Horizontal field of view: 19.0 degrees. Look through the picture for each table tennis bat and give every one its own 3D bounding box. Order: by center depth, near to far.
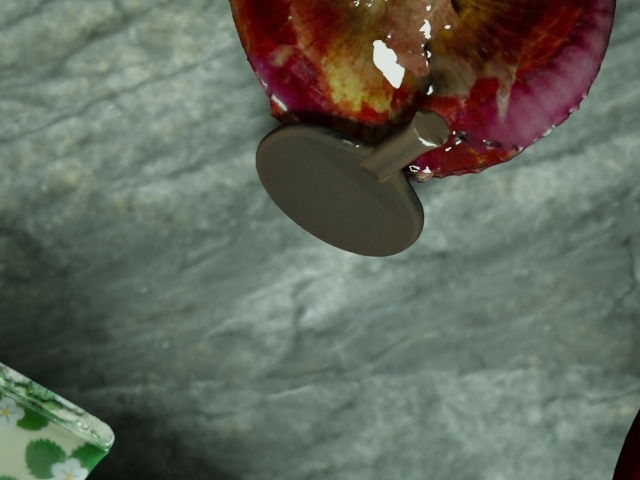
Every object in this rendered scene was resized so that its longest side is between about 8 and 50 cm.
[{"bbox_3d":[0.000,0.000,1.073,0.107,0.170,0.119,38,60,-11],"label":"table tennis bat"}]

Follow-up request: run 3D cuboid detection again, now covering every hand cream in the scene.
[{"bbox_3d":[-0.217,0.200,1.045,0.095,0.059,0.276,29,91,-1],"label":"hand cream"}]

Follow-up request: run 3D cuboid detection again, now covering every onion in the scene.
[{"bbox_3d":[0.059,-0.145,1.093,0.230,0.163,0.230,0,93,-4],"label":"onion"}]

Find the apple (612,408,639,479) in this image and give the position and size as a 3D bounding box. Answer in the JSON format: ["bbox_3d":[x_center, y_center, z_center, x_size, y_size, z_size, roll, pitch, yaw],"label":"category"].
[{"bbox_3d":[0.310,0.175,1.017,0.288,0.288,0.317,-34,100,2],"label":"apple"}]
